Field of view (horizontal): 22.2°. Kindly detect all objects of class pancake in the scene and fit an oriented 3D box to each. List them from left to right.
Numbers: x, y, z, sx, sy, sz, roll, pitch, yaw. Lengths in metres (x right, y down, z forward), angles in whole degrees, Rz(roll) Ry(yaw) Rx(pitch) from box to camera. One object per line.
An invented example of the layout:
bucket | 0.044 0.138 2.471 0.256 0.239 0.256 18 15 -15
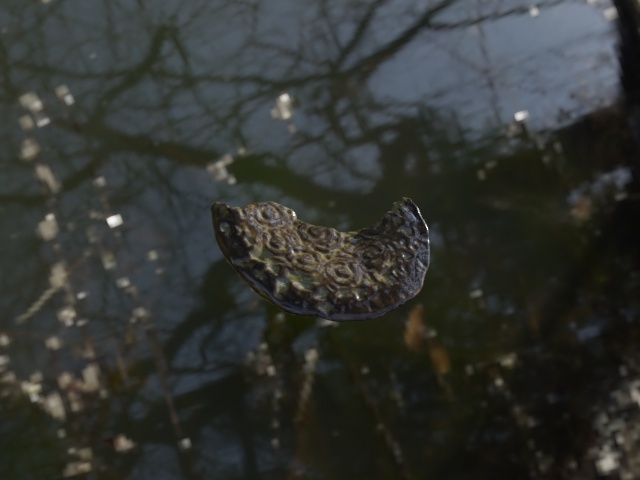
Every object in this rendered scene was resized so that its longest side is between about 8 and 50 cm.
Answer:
pancake | 0.000 0.000 1.388 0.191 0.020 0.184 27 46 4
